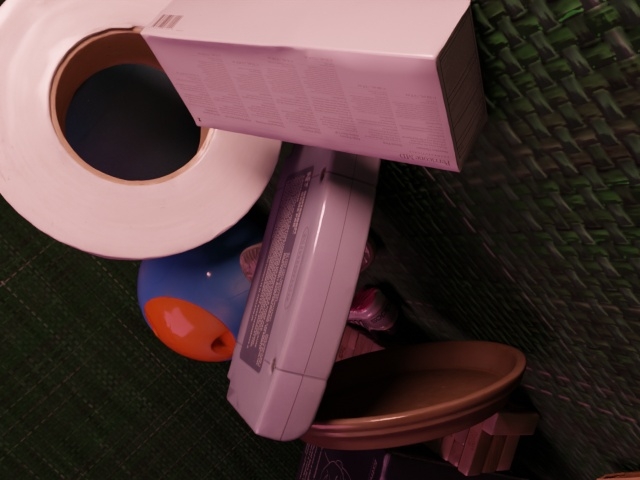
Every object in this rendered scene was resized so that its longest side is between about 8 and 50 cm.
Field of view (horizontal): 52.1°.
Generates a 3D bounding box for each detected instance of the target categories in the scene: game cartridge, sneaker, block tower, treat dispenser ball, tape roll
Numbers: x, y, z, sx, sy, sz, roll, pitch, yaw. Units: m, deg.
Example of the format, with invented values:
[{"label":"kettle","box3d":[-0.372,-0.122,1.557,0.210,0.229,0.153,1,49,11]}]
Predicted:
[{"label":"game cartridge","box3d":[-0.020,0.033,0.644,0.062,0.297,0.198,17,174,-21]},{"label":"sneaker","box3d":[0.079,0.113,0.982,0.075,0.063,0.170,43,168,-3]},{"label":"block tower","box3d":[0.137,0.214,0.940,0.091,0.097,0.336,11,-173,-38]},{"label":"treat dispenser ball","box3d":[-0.199,0.085,1.246,0.288,0.288,0.288,43,165,14]},{"label":"tape roll","box3d":[-0.182,-0.122,0.645,0.286,0.286,0.100,49,166,-9]},{"label":"sneaker","box3d":[0.000,0.000,0.903,0.222,0.118,0.083,-8,109,39]}]

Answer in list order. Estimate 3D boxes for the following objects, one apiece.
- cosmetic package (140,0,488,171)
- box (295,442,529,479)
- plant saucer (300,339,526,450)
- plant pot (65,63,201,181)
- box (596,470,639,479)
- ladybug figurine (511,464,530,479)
[{"label":"cosmetic package","box3d":[-0.008,-0.120,0.470,0.239,0.060,0.098,15,149,30]},{"label":"box","box3d":[0.106,0.410,1.027,0.212,0.293,0.395,15,-178,-12]},{"label":"plant saucer","box3d":[0.084,0.163,0.711,0.278,0.278,0.041,172,85,-73]},{"label":"plant pot","box3d":[-0.268,-0.149,0.905,0.255,0.271,0.272,39,173,-38]},{"label":"box","box3d":[0.370,0.330,0.654,0.164,0.021,0.201,103,144,-67]},{"label":"ladybug figurine","box3d":[0.279,0.489,1.236,0.305,0.162,0.449,50,165,-12]}]
